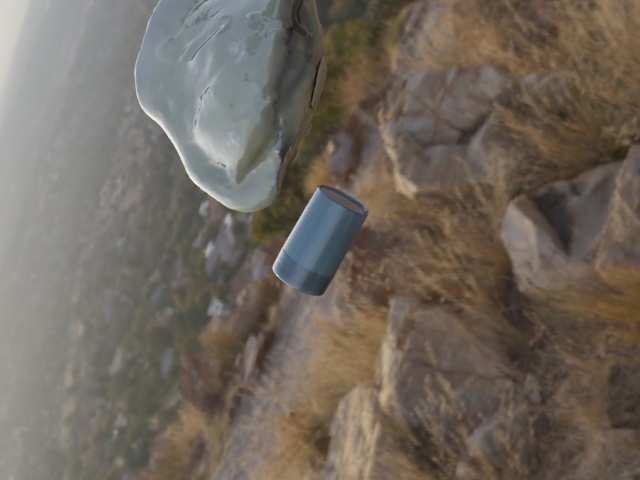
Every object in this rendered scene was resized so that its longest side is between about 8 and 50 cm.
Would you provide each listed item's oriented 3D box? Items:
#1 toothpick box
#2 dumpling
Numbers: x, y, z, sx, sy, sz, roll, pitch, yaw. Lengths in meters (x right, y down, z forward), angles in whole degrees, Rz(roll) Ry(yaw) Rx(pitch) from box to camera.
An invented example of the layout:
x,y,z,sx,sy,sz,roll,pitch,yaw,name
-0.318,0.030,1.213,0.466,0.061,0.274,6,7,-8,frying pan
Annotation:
x,y,z,sx,sy,sz,roll,pitch,yaw,name
0.000,0.000,0.847,0.083,0.052,0.052,-60,24,16,toothpick box
-0.115,-0.205,1.196,0.187,0.243,0.318,84,-162,-70,dumpling
